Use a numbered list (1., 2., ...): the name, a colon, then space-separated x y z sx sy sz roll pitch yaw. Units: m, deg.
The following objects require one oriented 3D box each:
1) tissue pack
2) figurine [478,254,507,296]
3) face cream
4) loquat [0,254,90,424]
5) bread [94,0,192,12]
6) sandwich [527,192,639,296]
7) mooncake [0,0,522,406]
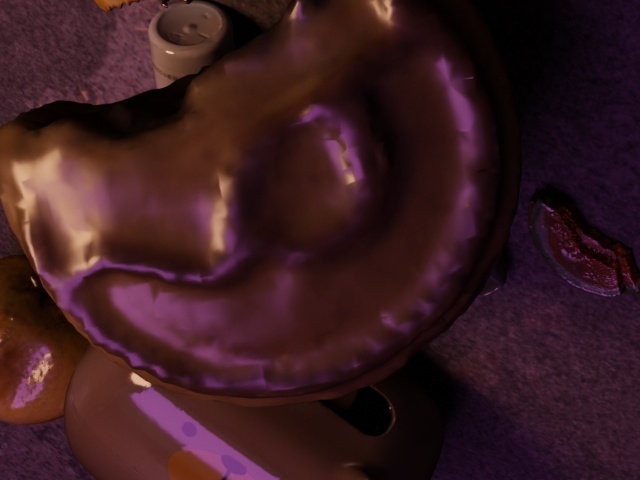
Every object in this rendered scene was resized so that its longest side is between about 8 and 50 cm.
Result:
1. tissue pack: -0.065 0.193 1.678 0.387 0.267 0.277 36 142 0
2. figurine: 0.001 0.001 1.483 0.343 0.167 0.285 -2 153 -26
3. face cream: -0.115 -0.108 1.531 0.082 0.082 0.269 21 142 19
4. loquat: -0.347 0.123 1.887 0.213 0.213 0.213 22 143 18
5. bread: -0.088 -0.305 1.183 0.340 0.194 0.179 -3 132 46
6. sandwich: 0.236 0.010 1.431 0.135 0.029 0.067 40 145 -8
7. mooncake: -0.041 -0.069 1.250 0.393 0.246 0.394 26 103 -1
